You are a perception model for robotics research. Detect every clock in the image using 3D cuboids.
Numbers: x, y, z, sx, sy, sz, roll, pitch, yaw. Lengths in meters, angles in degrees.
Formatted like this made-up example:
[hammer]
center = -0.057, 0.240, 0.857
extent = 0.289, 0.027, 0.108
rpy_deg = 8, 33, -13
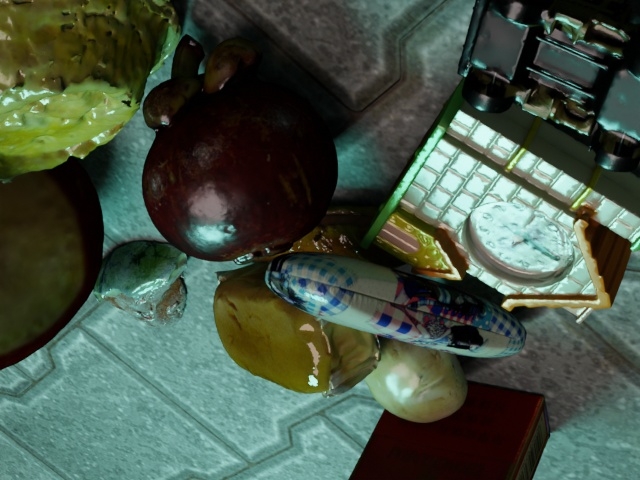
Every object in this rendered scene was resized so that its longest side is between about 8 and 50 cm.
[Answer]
[clock]
center = 0.203, -0.024, 1.238
extent = 0.255, 0.106, 0.220
rpy_deg = 31, 142, 1

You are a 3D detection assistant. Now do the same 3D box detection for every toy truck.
[toy truck]
center = 0.254, -0.152, 1.055
extent = 0.257, 0.127, 0.127
rpy_deg = 23, 134, 12

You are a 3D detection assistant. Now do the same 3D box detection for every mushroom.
[mushroom]
center = 0.115, 0.159, 1.489
extent = 0.148, 0.112, 0.148
rpy_deg = 20, 139, 18

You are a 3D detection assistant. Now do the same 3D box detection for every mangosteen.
[mangosteen]
center = -0.097, -0.103, 1.295
extent = 0.215, 0.215, 0.257
rpy_deg = -18, 90, 44

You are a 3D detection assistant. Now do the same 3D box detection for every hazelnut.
[hazelnut]
center = -0.480, -0.003, 1.497
extent = 0.359, 0.409, 0.359
rpy_deg = 27, 127, 44

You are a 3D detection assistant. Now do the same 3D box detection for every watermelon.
[watermelon]
center = -0.240, 0.075, 1.674
extent = 0.187, 0.071, 0.139
rpy_deg = -13, 128, 41

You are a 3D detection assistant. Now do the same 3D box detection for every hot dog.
[hot dog]
center = 0.002, -0.002, 1.437
extent = 0.286, 0.061, 0.088
rpy_deg = -2, 142, 37

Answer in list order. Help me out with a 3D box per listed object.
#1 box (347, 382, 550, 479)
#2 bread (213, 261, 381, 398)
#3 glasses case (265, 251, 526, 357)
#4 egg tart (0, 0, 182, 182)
[box]
center = 0.139, 0.313, 1.475
extent = 0.197, 0.313, 0.089
rpy_deg = 8, 134, 27
[bread]
center = -0.039, 0.106, 1.477
extent = 0.241, 0.107, 0.136
rpy_deg = 11, 120, 54
[glasses case]
center = 0.089, 0.073, 1.337
extent = 0.327, 0.076, 0.125
rpy_deg = 17, 178, -33
[egg tart]
center = -0.297, -0.165, 1.261
extent = 0.345, 0.345, 0.132
rpy_deg = -38, 68, 50
